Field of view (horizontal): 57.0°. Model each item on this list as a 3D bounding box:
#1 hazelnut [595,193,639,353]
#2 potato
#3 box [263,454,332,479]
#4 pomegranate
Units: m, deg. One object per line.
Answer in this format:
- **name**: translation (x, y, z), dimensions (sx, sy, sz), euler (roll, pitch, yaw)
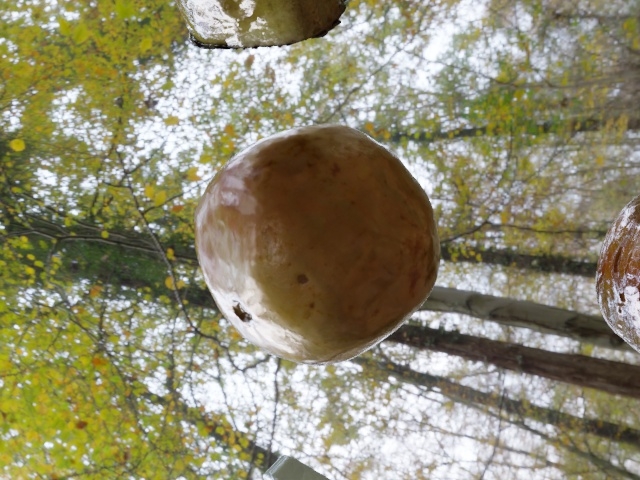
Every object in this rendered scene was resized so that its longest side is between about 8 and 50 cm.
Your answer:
- **hazelnut**: translation (0.702, 0.071, 1.105), dimensions (0.315, 0.372, 0.372), euler (-5, -82, -50)
- **potato**: translation (-0.083, -0.368, 0.660), dimensions (0.229, 0.229, 0.266), euler (-54, -30, -30)
- **box**: translation (0.065, 0.629, 1.168), dimensions (0.090, 0.373, 0.367), euler (-40, -50, -35)
- **pomegranate**: translation (0.000, 0.000, 0.821), dimensions (0.342, 0.342, 0.342), euler (-7, -80, -48)
